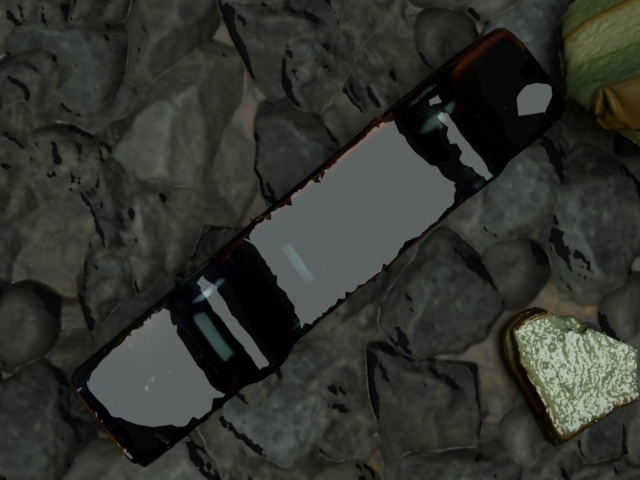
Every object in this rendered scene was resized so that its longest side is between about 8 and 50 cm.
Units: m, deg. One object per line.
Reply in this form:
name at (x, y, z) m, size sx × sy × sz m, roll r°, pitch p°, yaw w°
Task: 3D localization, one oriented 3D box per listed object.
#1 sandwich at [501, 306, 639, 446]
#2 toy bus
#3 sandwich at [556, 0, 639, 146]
sandwich at (0.191, 0.093, 1.118) m, size 0.093 × 0.036 × 0.105 m, roll -33°, pitch 93°, yaw -10°
toy bus at (0.000, 0.000, 1.056) m, size 0.409 × 0.092 × 0.093 m, roll -39°, pitch 97°, yaw -11°
sandwich at (0.318, -0.159, 1.047) m, size 0.227 × 0.198 × 0.155 m, roll 19°, pitch 42°, yaw -12°
